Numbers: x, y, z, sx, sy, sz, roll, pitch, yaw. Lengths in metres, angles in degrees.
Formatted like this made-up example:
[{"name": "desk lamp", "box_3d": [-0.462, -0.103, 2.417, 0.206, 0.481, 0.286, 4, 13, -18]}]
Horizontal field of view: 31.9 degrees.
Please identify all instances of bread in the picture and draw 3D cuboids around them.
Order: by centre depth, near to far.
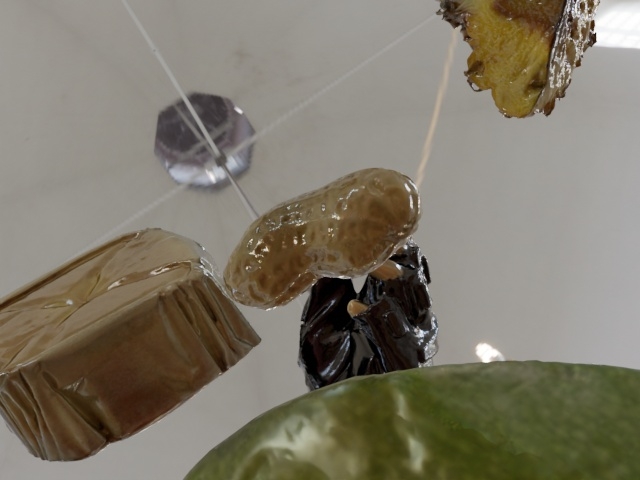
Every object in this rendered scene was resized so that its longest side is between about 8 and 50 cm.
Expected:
[{"name": "bread", "box_3d": [-0.177, 0.084, 0.922, 0.210, 0.192, 0.109, -31, -65, -21]}]

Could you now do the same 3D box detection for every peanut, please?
[{"name": "peanut", "box_3d": [0.000, 0.000, 0.573, 0.113, 0.054, 0.053, -26, -77, 12]}]

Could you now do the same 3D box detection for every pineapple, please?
[{"name": "pineapple", "box_3d": [0.119, -0.141, 0.714, 0.114, 0.077, 0.114, 23, -99, 11]}]

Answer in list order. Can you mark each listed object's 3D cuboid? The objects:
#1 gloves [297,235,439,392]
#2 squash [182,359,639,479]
[{"name": "gloves", "box_3d": [0.050, 0.063, 0.987, 0.124, 0.164, 0.203, 15, -78, -43]}, {"name": "squash", "box_3d": [0.127, 0.102, 0.357, 0.289, 0.203, 0.111, 34, -58, 23]}]
